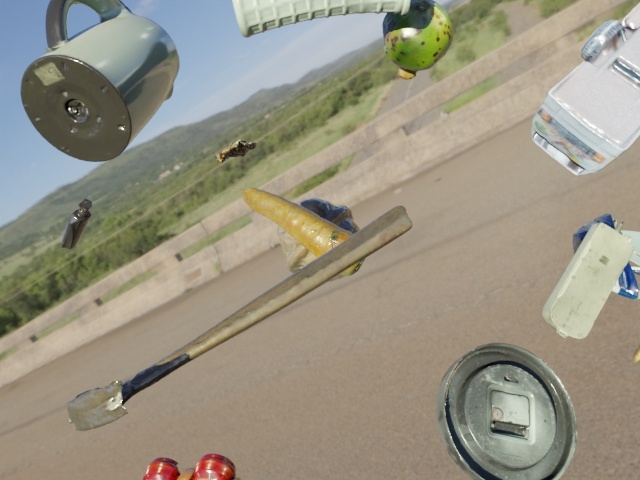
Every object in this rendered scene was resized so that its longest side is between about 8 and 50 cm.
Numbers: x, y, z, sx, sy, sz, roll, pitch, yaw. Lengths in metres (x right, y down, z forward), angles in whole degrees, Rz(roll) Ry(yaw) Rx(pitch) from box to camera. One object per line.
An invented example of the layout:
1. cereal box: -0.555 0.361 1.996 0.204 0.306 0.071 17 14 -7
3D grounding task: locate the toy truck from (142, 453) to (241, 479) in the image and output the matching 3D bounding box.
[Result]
1. toy truck: -0.227 0.549 1.038 0.265 0.239 0.189 -11 30 18

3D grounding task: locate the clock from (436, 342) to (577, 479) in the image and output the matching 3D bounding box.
1. clock: 0.494 0.469 1.477 0.386 0.386 0.076 -38 -10 -27

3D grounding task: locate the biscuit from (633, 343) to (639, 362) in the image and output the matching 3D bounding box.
1. biscuit: 0.633 0.168 1.042 0.147 0.018 0.071 -60 -31 3

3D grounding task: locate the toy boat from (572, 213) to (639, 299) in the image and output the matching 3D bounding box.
1. toy boat: 0.610 0.042 1.005 0.292 0.070 0.210 20 48 25

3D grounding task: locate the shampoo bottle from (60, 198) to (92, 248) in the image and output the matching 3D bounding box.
1. shampoo bottle: -0.463 -0.031 1.051 0.137 0.027 0.048 -45 -2 39

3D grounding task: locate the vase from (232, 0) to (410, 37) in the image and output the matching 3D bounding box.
1. vase: -0.004 -0.443 0.970 0.299 0.143 0.143 -10 14 0

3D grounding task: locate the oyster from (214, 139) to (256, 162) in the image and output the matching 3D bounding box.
1. oyster: -0.123 -0.125 0.784 0.054 0.019 0.083 -23 3 19

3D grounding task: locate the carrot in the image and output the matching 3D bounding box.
1. carrot: -0.048 -0.034 1.002 0.078 0.298 0.078 -49 -21 -26

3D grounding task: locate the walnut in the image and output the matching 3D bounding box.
1. walnut: 0.000 0.000 1.296 0.224 0.224 0.224 -30 13 8

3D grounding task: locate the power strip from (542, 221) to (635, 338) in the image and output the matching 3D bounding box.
1. power strip: 0.448 0.061 0.917 0.226 0.080 0.029 -56 7 -9

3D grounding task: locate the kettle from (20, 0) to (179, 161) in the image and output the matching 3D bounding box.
1. kettle: -0.328 -0.271 0.838 0.161 0.221 0.236 -13 34 24

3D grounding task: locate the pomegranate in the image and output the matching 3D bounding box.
1. pomegranate: 0.200 -0.401 1.127 0.143 0.169 0.122 -16 40 -20

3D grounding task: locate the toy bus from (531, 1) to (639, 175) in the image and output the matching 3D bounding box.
1. toy bus: 0.380 -0.219 0.613 0.330 0.109 0.136 -45 -15 -6

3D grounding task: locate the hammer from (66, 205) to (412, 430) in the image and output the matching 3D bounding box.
1. hammer: -0.051 0.053 0.428 0.297 0.027 0.125 -30 0 -17
